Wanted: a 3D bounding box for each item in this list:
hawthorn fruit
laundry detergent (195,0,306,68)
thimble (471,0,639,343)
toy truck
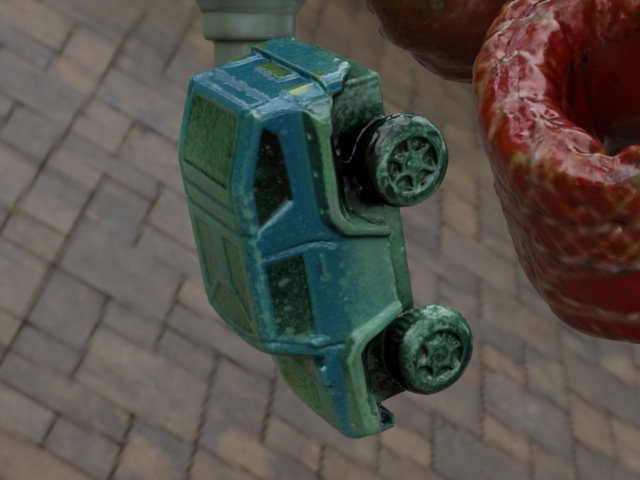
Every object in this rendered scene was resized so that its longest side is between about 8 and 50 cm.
[{"bbox_3d":[0.165,-0.294,1.738,0.261,0.258,0.258,-12,25,5],"label":"hawthorn fruit"},{"bbox_3d":[-0.051,-0.339,1.504,0.124,0.398,0.264,5,8,35],"label":"laundry detergent"},{"bbox_3d":[0.309,-0.092,1.447,0.350,0.350,0.231,60,-5,49],"label":"thimble"},{"bbox_3d":[0.000,0.000,1.198,0.156,0.279,0.155,-19,26,-21],"label":"toy truck"}]
